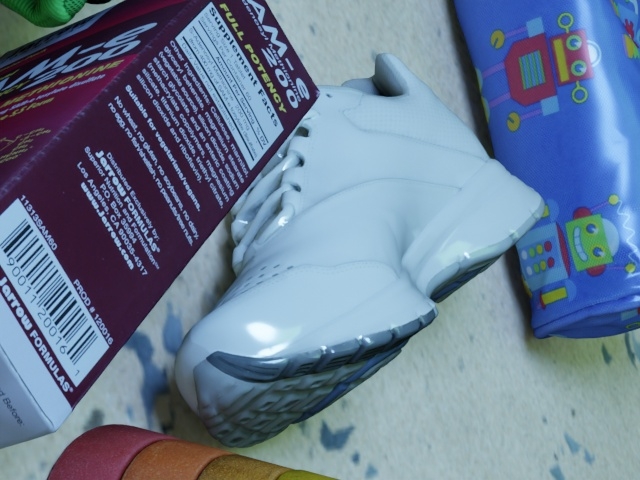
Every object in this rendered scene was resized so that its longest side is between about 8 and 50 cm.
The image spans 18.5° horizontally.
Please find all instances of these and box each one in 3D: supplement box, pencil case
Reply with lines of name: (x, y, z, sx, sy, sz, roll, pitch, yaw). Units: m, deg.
supplement box: (-0.106, -0.011, 0.715, 0.073, 0.130, 0.239, 61, 32, -18)
pencil case: (0.154, -0.093, 1.183, 0.133, 0.119, 0.306, 12, 64, -65)

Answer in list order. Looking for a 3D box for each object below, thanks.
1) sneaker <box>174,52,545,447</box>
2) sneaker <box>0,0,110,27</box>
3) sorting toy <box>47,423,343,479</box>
sneaker: (0.000, 0.000, 0.933, 0.129, 0.111, 0.297, 53, 29, -2)
sneaker: (-0.105, -0.165, 0.814, 0.343, 0.134, 0.146, -14, 118, -70)
sorting toy: (-0.067, 0.185, 0.684, 0.127, 0.126, 0.365, 60, 32, -20)
